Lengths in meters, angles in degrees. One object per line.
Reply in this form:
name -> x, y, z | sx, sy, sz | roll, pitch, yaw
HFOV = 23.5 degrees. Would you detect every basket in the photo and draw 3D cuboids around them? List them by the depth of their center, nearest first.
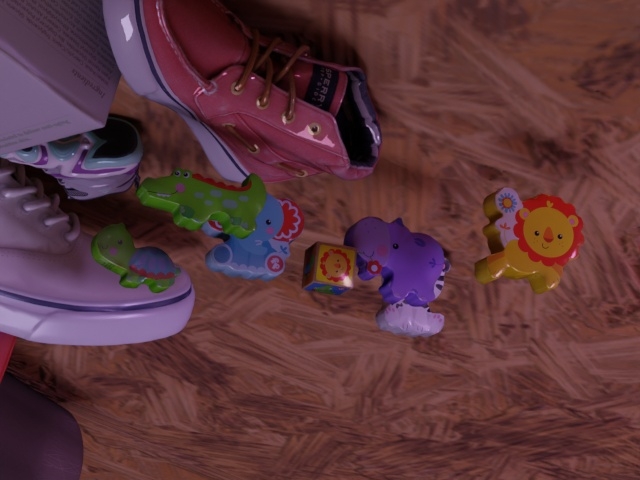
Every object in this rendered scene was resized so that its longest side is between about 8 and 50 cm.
basket -> -0.309, 0.147, 1.196 | 0.204, 0.154, 0.227 | -7, 150, 37

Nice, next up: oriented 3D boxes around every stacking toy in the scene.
stacking toy -> 0.000, 0.000, 0.798 | 0.221, 0.052, 0.167 | 10, 165, -17

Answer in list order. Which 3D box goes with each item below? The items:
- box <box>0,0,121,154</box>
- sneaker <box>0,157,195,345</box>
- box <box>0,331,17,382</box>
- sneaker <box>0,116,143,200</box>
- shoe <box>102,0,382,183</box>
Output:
box -> -0.152, -0.102, 0.697 | 0.101, 0.087, 0.102 | -10, 145, 39
sneaker -> -0.190, -0.007, 0.892 | 0.258, 0.094, 0.091 | 13, 112, -19
box -> -0.272, 0.100, 0.958 | 0.123, 0.256, 0.128 | 23, 152, -14
sneaker -> -0.148, -0.044, 0.863 | 0.098, 0.038, 0.069 | 13, 153, 2
shoe -> -0.030, -0.079, 0.718 | 0.081, 0.063, 0.178 | 1, 156, 21
